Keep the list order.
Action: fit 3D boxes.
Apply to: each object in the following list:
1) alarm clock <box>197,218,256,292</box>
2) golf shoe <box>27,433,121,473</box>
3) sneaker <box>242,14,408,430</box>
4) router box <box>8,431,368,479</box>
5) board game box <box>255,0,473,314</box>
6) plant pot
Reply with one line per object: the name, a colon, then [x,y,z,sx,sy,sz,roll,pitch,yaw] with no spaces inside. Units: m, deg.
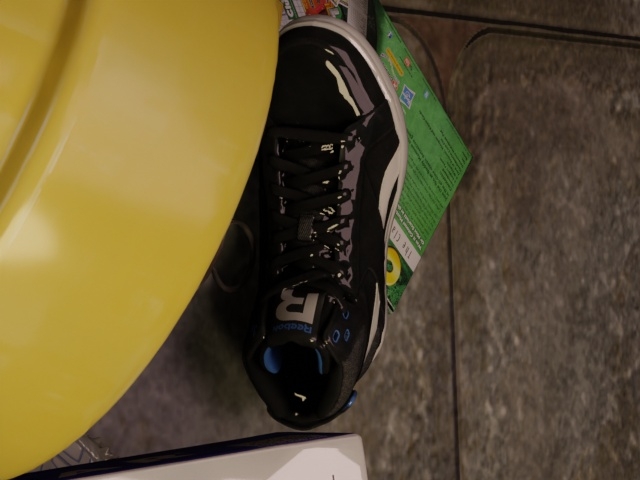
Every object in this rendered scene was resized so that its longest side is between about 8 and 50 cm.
alarm clock: [-0.089,-0.018,0.962,0.192,0.064,0.129,31,65,-50]
golf shoe: [-0.138,0.112,0.905,0.086,0.069,0.176,-28,108,-27]
sneaker: [0.000,0.000,1.001,0.121,0.079,0.217,-65,154,-61]
router box: [-0.128,0.247,0.747,0.335,0.082,0.301,-7,88,-27]
board game box: [0.001,-0.092,1.102,0.260,0.030,0.136,56,46,-34]
plant pot: [-0.184,-0.065,0.715,0.239,0.254,0.254,29,65,-30]
